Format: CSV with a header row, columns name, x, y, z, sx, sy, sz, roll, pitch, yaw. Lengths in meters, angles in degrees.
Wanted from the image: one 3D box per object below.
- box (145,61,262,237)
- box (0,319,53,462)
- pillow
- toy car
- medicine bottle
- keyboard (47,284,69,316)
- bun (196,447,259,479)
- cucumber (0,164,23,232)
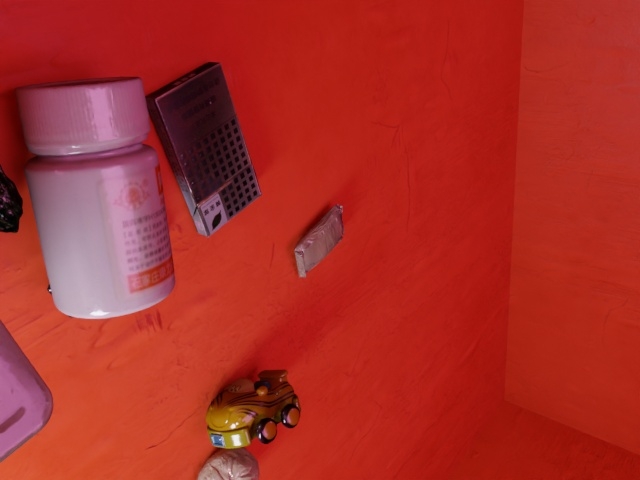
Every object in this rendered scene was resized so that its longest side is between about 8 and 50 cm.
name,x,y,z,sx,sy,sz,roll,pitch,yaw
box,-0.236,-0.188,1.287,0.180,0.047,0.324,-43,133,-34
box,-0.517,0.105,0.706,0.177,0.344,0.351,-41,112,-41
pillow,0.000,0.000,1.662,0.208,0.053,0.119,-46,140,-32
toy car,-0.169,0.406,1.505,0.248,0.201,0.142,-18,95,-50
medicine bottle,-0.368,-0.076,1.014,0.211,0.211,0.371,-23,117,-46
keyboard,-0.403,0.034,1.181,0.262,0.016,0.106,-47,136,-30
bun,-0.228,0.613,1.558,0.164,0.111,0.188,-61,145,-12
cucumber,-0.542,-0.134,0.870,0.096,0.096,0.359,-54,138,-25
